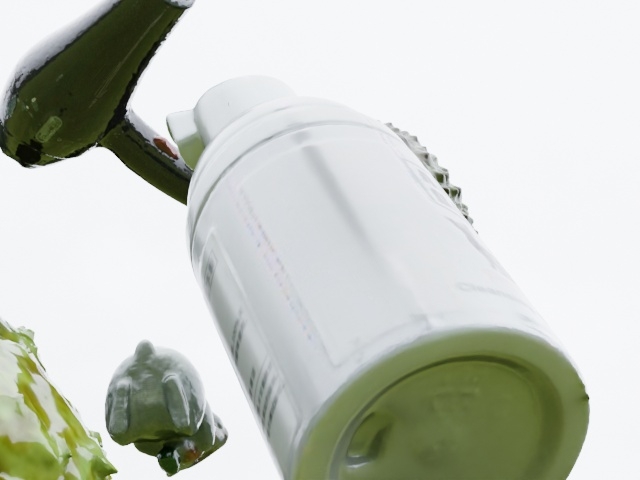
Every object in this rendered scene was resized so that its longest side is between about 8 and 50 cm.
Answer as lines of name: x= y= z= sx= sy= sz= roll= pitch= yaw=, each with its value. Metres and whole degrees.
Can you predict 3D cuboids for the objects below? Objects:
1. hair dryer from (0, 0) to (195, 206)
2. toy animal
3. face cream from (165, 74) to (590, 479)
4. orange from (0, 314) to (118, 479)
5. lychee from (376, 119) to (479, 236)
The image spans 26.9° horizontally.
hair dryer: x=-0.103 y=-0.084 z=1.049 sx=0.272 sy=0.091 sz=0.235 roll=35 pitch=-47 yaw=-21
toy animal: x=-0.157 y=0.199 z=1.487 sx=0.108 sy=0.138 sz=0.236 roll=-9 pitch=-20 yaw=12
face cream: x=0.000 y=0.000 z=0.736 sx=0.145 sy=0.369 sz=0.145 roll=-10 pitch=-55 yaw=-15
orange: x=-0.217 y=0.131 z=0.492 sx=0.301 sy=0.300 sz=0.223 roll=-20 pitch=-52 yaw=-3
lychee: x=0.040 y=-0.001 z=0.962 sx=0.171 sy=0.171 sz=0.171 roll=8 pitch=-29 yaw=4
